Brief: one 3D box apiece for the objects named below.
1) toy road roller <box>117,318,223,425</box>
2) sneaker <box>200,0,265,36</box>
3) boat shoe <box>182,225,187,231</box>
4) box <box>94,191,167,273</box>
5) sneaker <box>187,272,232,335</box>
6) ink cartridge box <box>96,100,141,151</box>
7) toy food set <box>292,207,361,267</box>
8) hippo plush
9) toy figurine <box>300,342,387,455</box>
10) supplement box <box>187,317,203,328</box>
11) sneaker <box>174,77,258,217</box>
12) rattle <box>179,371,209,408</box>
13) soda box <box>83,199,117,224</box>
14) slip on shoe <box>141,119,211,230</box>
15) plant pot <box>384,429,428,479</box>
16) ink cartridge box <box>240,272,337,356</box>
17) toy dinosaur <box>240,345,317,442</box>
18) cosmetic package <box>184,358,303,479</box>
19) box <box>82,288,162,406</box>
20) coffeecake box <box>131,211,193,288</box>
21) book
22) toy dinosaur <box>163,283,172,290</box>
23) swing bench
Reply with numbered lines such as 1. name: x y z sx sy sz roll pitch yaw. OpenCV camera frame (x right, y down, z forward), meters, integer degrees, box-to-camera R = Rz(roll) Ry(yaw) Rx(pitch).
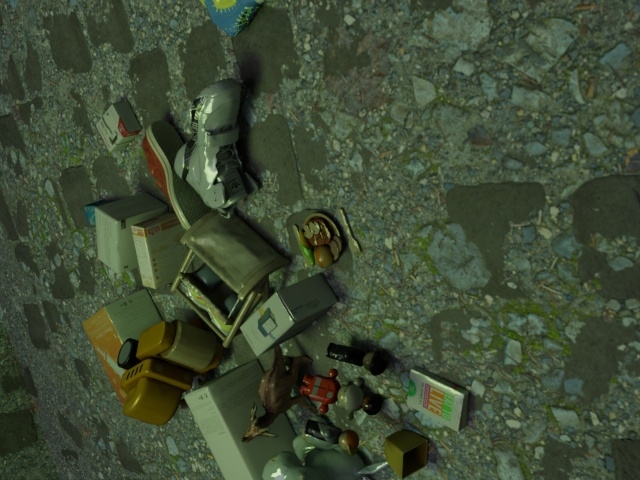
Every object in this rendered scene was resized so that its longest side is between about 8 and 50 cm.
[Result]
1. toy road roller: -0.459 0.399 2.118 0.329 0.202 0.241 -31 44 38
2. sneaker: -0.169 -0.527 1.613 0.240 0.091 0.126 16 137 39
3. boat shoe: -0.369 -0.081 2.022 0.042 0.048 0.133 13 112 50
4. box: -0.561 -0.025 2.142 0.119 0.181 0.181 29 126 35
5. sneaker: -0.296 0.168 2.047 0.208 0.081 0.094 50 135 2
6. ink cartridge box: -0.600 -0.337 2.131 0.135 0.056 0.099 -31 86 47
7. toy food set: 0.000 0.000 1.699 0.192 0.038 0.133 -20 93 47
8. hippo plush: -0.018 0.631 1.856 0.294 0.236 0.235 28 126 33
9. toy figurine: 0.062 0.366 1.684 0.148 0.213 0.210 11 120 24
10. supplement box: -0.416 0.279 2.223 0.098 0.062 0.036 -30 87 48
11. sneaker: -0.235 -0.217 1.770 0.210 0.137 0.366 51 141 14
12. rattle: -0.425 0.464 2.242 0.199 0.130 0.143 -24 103 26
13. soda box: -0.674 -0.087 2.307 0.210 0.071 0.067 4 110 44
14. slip on shoe: -0.395 -0.166 1.959 0.101 0.123 0.331 -39 73 44
15. plant pot: 0.196 0.498 1.705 0.083 0.081 0.081 29 128 48
16. ink cartridge box: -0.079 0.183 1.775 0.093 0.154 0.212 58 138 10
17. toy dinosaur: -0.123 0.403 1.885 0.127 0.200 0.296 18 120 39
18. cosmetic package: -0.203 0.551 2.038 0.155 0.196 0.366 -29 85 47
19. box: -0.610 0.369 2.379 0.215 0.168 0.345 -31 85 47
20. coffeecake box: -0.459 0.027 2.092 0.068 0.142 0.186 10 114 42
21. book: 0.262 0.352 1.608 0.144 0.035 0.096 20 117 40
22. toy dinosaur: -0.457 0.117 2.223 0.082 0.047 0.090 -16 63 56
23. swing bench: -0.243 0.091 1.891 0.253 0.165 0.255 40 131 26
